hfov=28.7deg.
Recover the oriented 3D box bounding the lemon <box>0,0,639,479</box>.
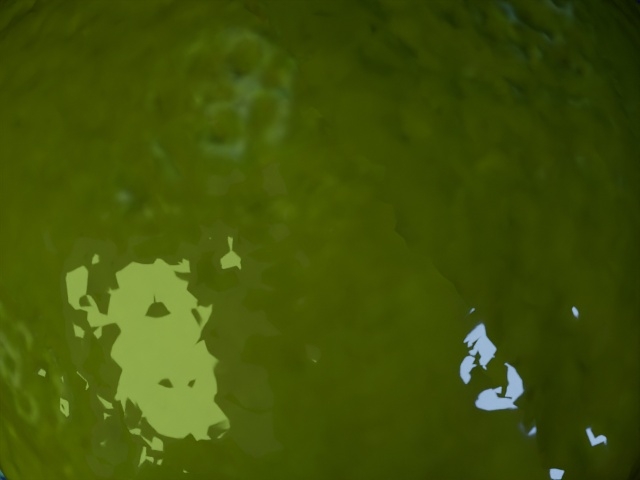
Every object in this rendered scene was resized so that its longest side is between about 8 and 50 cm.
[{"bbox_3d":[-0.001,-0.001,0.437,0.293,0.293,0.293,29,131,39],"label":"lemon"}]
